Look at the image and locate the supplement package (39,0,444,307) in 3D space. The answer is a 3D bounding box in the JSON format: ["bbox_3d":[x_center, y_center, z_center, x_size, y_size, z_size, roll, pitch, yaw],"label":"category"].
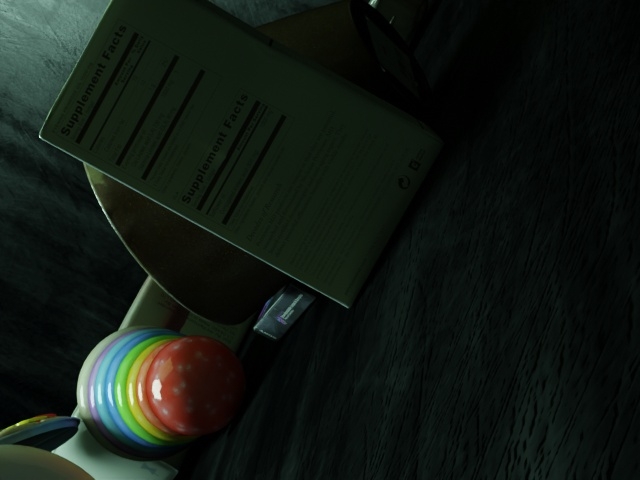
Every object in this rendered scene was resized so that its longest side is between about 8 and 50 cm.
[{"bbox_3d":[-0.054,-0.077,1.314,0.133,0.244,0.139,-60,4,7],"label":"supplement package"}]

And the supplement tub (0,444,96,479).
[{"bbox_3d":[-0.312,0.332,1.779,0.228,0.228,0.316,-63,5,-22],"label":"supplement tub"}]

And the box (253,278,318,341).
[{"bbox_3d":[0.000,0.000,1.610,0.162,0.029,0.116,-62,5,-27],"label":"box"}]

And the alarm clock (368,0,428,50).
[{"bbox_3d":[0.066,-0.213,1.958,0.129,0.064,0.192,-61,2,3],"label":"alarm clock"}]

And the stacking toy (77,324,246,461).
[{"bbox_3d":[-0.138,0.138,1.770,0.141,0.141,0.330,-62,11,-14],"label":"stacking toy"}]

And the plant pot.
[{"bbox_3d":[-0.033,-0.083,1.473,0.230,0.215,0.215,-34,14,19],"label":"plant pot"}]

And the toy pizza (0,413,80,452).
[{"bbox_3d":[-0.338,0.215,1.877,0.201,0.032,0.201,-25,-10,-5],"label":"toy pizza"}]

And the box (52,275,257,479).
[{"bbox_3d":[-0.185,0.160,2.047,0.232,0.127,0.148,-64,6,-36],"label":"box"}]
